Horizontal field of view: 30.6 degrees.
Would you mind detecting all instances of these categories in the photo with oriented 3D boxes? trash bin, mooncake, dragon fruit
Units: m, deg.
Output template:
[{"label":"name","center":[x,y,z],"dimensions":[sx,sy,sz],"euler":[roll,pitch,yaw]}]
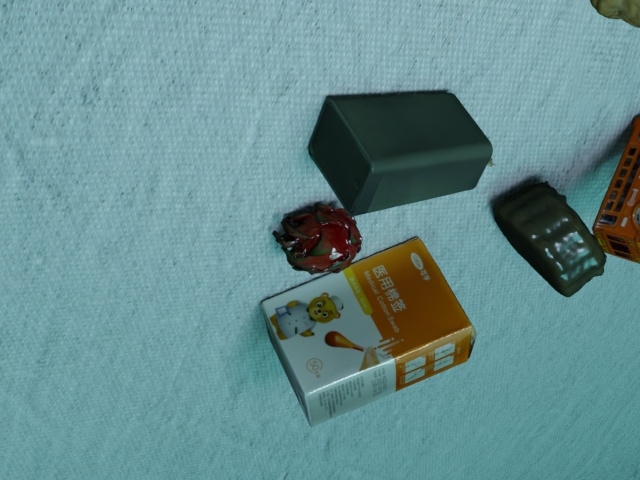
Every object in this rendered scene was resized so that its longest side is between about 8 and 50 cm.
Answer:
[{"label":"trash bin","center":[0.131,-0.144,1.864],"dimensions":[0.240,0.164,0.122],"euler":[-9,141,-28]},{"label":"mooncake","center":[0.442,-0.006,2.221],"dimensions":[0.124,0.228,0.228],"euler":[-38,146,-1]},{"label":"dragon fruit","center":[0.001,0.000,2.009],"dimensions":[0.142,0.130,0.121],"euler":[-33,179,4]}]

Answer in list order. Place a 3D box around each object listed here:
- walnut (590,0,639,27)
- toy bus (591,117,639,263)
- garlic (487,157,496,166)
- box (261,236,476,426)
[{"label":"walnut","center":[0.480,-0.426,1.642],"dimensions":[0.252,0.277,0.313],"euler":[-12,-172,34]},{"label":"toy bus","center":[0.637,-0.122,2.207],"dimensions":[0.329,0.153,0.143],"euler":[-64,147,-13]},{"label":"garlic","center":[0.237,-0.146,2.017],"dimensions":[0.113,0.074,0.094],"euler":[-7,168,-35]},{"label":"box","center":[0.089,0.168,2.184],"dimensions":[0.341,0.225,0.143],"euler":[-22,148,-9]}]
